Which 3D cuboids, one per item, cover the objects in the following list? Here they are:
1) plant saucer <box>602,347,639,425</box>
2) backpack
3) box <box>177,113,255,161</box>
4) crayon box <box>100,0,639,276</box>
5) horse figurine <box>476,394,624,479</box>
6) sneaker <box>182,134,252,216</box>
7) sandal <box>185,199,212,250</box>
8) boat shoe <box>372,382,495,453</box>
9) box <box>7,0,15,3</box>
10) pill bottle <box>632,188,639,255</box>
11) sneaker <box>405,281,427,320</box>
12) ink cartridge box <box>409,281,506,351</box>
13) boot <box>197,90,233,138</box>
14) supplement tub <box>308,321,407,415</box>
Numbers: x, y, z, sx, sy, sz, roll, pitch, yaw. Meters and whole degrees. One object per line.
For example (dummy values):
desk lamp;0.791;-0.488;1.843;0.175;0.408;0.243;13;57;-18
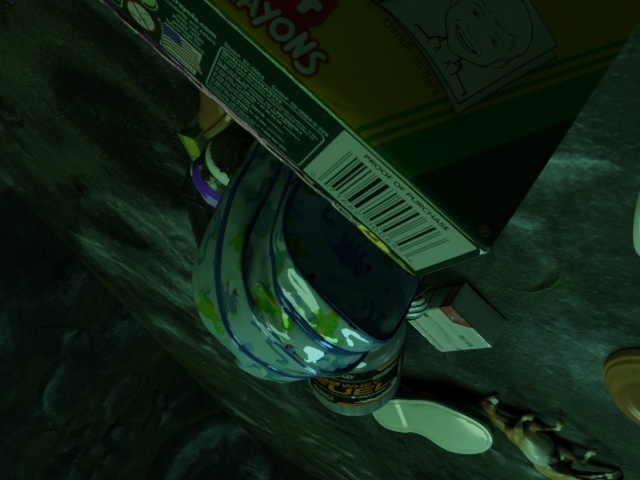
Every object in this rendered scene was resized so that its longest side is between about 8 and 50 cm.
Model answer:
plant saucer;0.485;0.225;0.957;0.200;0.037;0.200;31;154;17
backpack;0.000;0.000;0.846;0.273;0.355;0.290;-2;134;53
box;-0.147;-0.134;1.109;0.043;0.105;0.179;24;152;34
crayon box;0.037;-0.213;0.478;0.363;0.313;0.106;41;159;-7
horse figurine;0.418;0.377;1.274;0.263;0.066;0.174;39;155;-2
sneaker;-0.084;-0.044;1.080;0.293;0.102;0.146;32;133;-27
sandal;-0.152;0.014;1.322;0.107;0.168;0.446;12;149;13
boat shoe;0.242;0.357;1.458;0.319;0.099;0.116;-2;112;51
box;-0.581;-0.532;1.071;0.201;0.057;0.293;30;154;18
pill bottle;0.379;-0.016;0.601;0.180;0.108;0.108;17;148;38
sneaker;0.059;0.061;1.120;0.228;0.132;0.086;2;138;9
ink cartridge box;0.215;0.126;1.126;0.099;0.056;0.135;44;154;-11
boot;-0.165;-0.267;0.900;0.220;0.109;0.283;40;154;-5
supplement tub;0.060;0.184;1.273;0.193;0.194;0.316;28;154;20
